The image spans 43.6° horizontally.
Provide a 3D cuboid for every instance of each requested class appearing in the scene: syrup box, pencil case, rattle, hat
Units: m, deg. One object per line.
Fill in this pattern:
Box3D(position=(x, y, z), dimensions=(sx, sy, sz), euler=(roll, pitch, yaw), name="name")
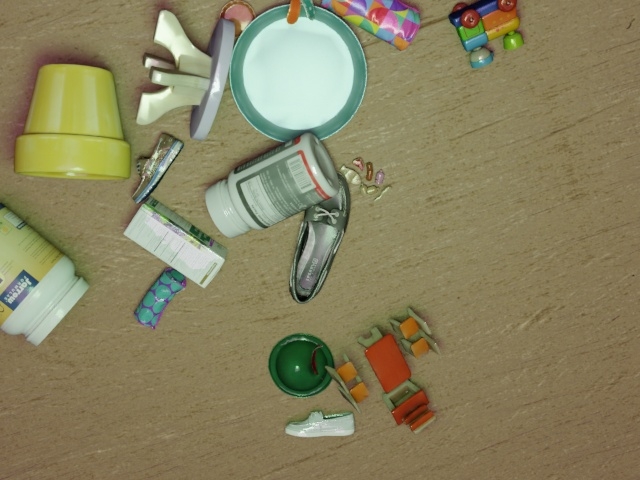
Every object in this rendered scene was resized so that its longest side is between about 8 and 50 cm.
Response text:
Box3D(position=(-0.347, 0.004, 1.942), dimensions=(0.237, 0.093, 0.096), euler=(35, 103, -10), name="syrup box")
Box3D(position=(-0.399, 0.144, 1.998), dimensions=(0.070, 0.064, 0.152), euler=(39, 103, 6), name="pencil case")
Box3D(position=(-0.039, -0.586, 1.720), dimensions=(0.130, 0.143, 0.200), euler=(18, 76, -12), name="rattle")
Box3D(position=(0.113, -0.520, 1.793), dimensions=(0.236, 0.104, 0.104), euler=(28, 104, -10), name="pencil case")
Box3D(position=(-0.051, 0.339, 1.996), dimensions=(0.173, 0.183, 0.208), euler=(-15, 106, 4), name="hat")

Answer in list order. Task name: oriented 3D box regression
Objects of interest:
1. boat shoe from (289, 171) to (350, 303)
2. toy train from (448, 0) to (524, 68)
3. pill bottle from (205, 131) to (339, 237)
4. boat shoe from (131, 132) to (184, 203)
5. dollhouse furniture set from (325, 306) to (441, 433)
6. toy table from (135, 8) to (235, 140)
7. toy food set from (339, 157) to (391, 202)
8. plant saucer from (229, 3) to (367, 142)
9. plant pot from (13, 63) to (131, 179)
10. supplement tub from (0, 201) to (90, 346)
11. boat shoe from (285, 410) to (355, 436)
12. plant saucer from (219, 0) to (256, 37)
Box3D(position=(0.000, 0.000, 1.944), dimensions=(0.112, 0.095, 0.335), euler=(15, 106, -5), name="boat shoe")
Box3D(position=(0.428, -0.498, 1.806), dimensions=(0.248, 0.105, 0.143), euler=(-23, 116, 6), name="toy train")
Box3D(position=(-0.113, -0.122, 1.865), dimensions=(0.283, 0.161, 0.161), euler=(-24, 105, 17), name="pill bottle")
Box3D(position=(-0.402, -0.173, 1.910), dimensions=(0.066, 0.066, 0.183), euler=(36, 93, -5), name="boat shoe")
Box3D(position=(0.188, 0.342, 1.990), dimensions=(0.262, 0.135, 0.259), euler=(-34, 120, -10), name="dollhouse furniture set")
Box3D(position=(-0.304, -0.370, 1.774), dimensions=(0.161, 0.252, 0.274), euler=(11, 96, -21), name="toy table")
Box3D(position=(0.113, -0.154, 1.940), dimensions=(0.078, 0.019, 0.122), euler=(-41, 101, 10), name="toy food set")
Box3D(position=(-0.052, -0.385, 1.858), dimensions=(0.317, 0.044, 0.318), euler=(0, 107, -1), name="plant saucer")
Box3D(position=(-0.552, -0.262, 1.795), dimensions=(0.254, 0.254, 0.239), euler=(1, 91, -1), name="plant pot")
Box3D(position=(-0.730, 0.078, 1.890), dimensions=(0.316, 0.228, 0.228), euler=(41, 102, -11), name="supplement tub")
Box3D(position=(-0.001, 0.479, 2.104), dimensions=(0.184, 0.066, 0.063), euler=(-1, 92, 2), name="boat shoe")
Box3D(position=(-0.189, -0.507, 1.835), dimensions=(0.083, 0.013, 0.083), euler=(0, 106, 0), name="plant saucer")
